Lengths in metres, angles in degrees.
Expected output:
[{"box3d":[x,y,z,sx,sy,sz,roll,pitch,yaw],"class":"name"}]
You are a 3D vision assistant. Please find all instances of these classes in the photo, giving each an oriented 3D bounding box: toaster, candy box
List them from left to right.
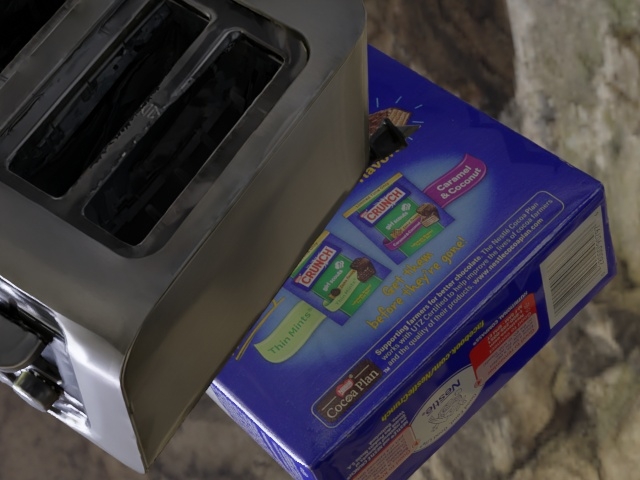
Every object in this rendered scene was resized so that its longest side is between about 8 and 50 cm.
[{"box3d":[-0.079,-0.039,0.425,0.168,0.110,0.186,31,-112,13],"class":"toaster"},{"box3d":[0.000,0.000,0.853,0.268,0.122,0.317,-41,-126,-14],"class":"candy box"}]
